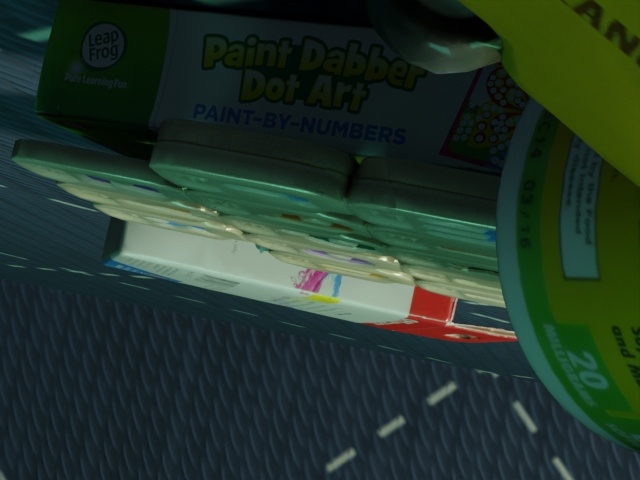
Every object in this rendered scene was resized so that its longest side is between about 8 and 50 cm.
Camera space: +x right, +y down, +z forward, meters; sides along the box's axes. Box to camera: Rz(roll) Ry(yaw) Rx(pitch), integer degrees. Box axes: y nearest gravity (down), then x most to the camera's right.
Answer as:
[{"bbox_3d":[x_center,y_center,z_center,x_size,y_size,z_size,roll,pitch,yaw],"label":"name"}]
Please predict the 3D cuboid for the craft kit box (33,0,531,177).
[{"bbox_3d":[0.050,-0.033,0.762,0.247,0.061,0.250,6,172,25],"label":"craft kit box"}]

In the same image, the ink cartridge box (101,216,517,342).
[{"bbox_3d":[0.000,0.000,1.024,0.231,0.078,0.134,13,174,-10],"label":"ink cartridge box"}]

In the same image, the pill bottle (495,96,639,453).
[{"bbox_3d":[0.163,-0.003,0.434,0.136,0.136,0.246,15,173,-28],"label":"pill bottle"}]

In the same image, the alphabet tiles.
[{"bbox_3d":[0.029,-0.004,0.729,0.278,0.021,0.284,11,174,10],"label":"alphabet tiles"}]

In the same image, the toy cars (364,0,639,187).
[{"bbox_3d":[0.153,-0.027,0.255,0.394,0.087,0.176,22,151,44],"label":"toy cars"}]
